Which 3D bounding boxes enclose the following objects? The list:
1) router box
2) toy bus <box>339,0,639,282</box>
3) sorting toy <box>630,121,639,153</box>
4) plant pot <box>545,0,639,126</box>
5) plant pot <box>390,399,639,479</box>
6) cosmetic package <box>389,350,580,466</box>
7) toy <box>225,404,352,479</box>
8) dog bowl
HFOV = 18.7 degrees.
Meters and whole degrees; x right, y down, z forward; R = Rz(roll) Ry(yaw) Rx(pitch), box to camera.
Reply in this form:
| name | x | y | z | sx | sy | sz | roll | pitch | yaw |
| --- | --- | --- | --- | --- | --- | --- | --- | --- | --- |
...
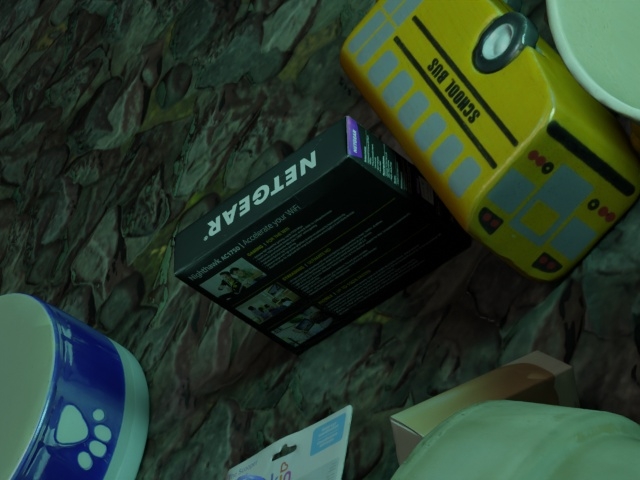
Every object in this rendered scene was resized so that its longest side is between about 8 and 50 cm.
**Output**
| name | x | y | z | sx | sy | sz | roll | pitch | yaw |
| --- | --- | --- | --- | --- | --- | --- | --- | --- | --- |
| router box | 0.000 | 0.000 | 1.429 | 0.179 | 0.133 | 0.046 | -33 | 39 | 28 |
| toy bus | 0.112 | -0.114 | 1.415 | 0.130 | 0.108 | 0.332 | -49 | 34 | 12 |
| sorting toy | 0.227 | -0.186 | 1.371 | 0.365 | 0.127 | 0.126 | -97 | 22 | -49 |
| plant pot | 0.300 | -0.108 | 1.011 | 0.256 | 0.274 | 0.256 | -25 | 48 | 32 |
| plant pot | 0.191 | 0.238 | 0.862 | 0.280 | 0.323 | 0.323 | 1 | 60 | 34 |
| cosmetic package | 0.105 | 0.119 | 1.208 | 0.115 | 0.060 | 0.041 | -23 | 23 | -23 |
| toy | -0.055 | 0.217 | 1.258 | 0.137 | 0.056 | 0.237 | -31 | 37 | 39 |
| dog bowl | -0.269 | 0.180 | 1.633 | 0.265 | 0.104 | 0.265 | -32 | 39 | 30 |
